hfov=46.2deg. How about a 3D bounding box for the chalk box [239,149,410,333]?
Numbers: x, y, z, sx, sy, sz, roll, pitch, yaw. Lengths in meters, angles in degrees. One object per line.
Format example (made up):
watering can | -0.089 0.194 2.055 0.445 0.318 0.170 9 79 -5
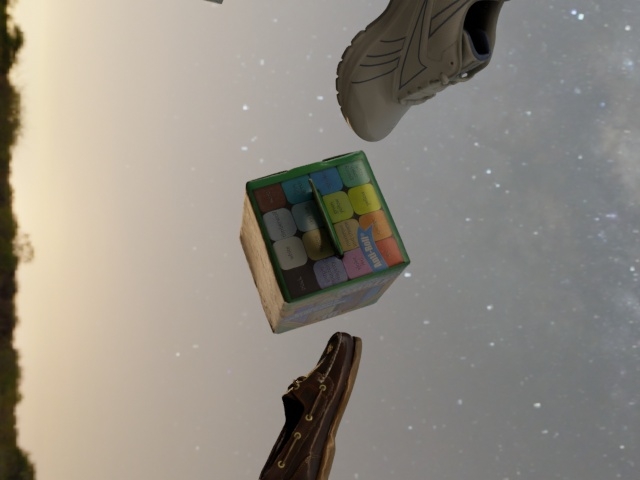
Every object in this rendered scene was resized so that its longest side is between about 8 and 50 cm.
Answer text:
chalk box | 0.000 0.000 1.053 0.289 0.179 0.180 117 -46 -70

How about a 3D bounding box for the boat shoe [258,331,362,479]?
boat shoe | -0.009 0.188 0.842 0.073 0.073 0.207 121 -10 -55

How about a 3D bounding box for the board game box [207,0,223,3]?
board game box | -0.136 -0.392 0.646 0.224 0.098 0.303 35 -66 33

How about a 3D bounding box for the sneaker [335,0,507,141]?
sneaker | 0.113 -0.209 0.830 0.129 0.111 0.297 53 -39 20
